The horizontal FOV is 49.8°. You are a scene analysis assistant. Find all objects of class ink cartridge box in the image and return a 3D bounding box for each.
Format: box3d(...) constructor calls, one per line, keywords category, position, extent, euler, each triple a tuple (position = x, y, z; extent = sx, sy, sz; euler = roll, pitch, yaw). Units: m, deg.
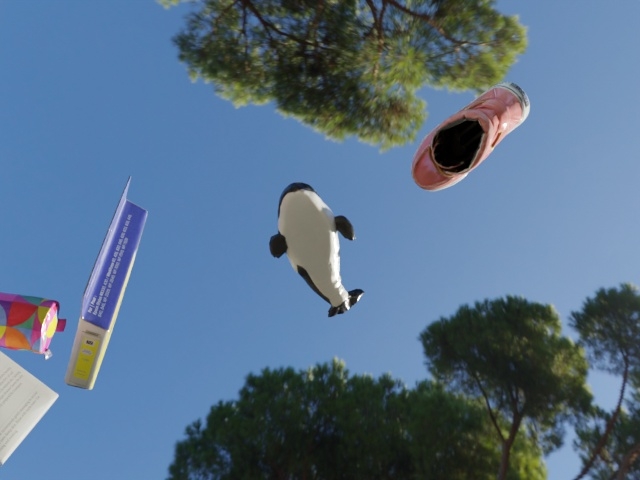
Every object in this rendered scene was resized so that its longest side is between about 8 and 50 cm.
box3d(category="ink cartridge box", position=(-0.409, 0.083, 1.340), extent=(0.072, 0.303, 0.307), euler=(20, -44, -15))

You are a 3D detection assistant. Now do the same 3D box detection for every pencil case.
box3d(category="pencil case", position=(-0.555, 0.128, 1.146), extent=(0.237, 0.104, 0.104), euler=(12, -74, -9))

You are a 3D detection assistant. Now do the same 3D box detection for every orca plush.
box3d(category="orca plush", position=(0.000, 0.000, 1.275), extent=(0.151, 0.102, 0.287), euler=(-31, -59, 14))

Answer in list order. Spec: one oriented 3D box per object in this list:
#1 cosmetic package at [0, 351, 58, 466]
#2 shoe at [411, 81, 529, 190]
box3d(category="cosmetic package", position=(-0.601, 0.205, 1.001), extent=(0.366, 0.197, 0.155), euler=(40, -73, -8))
box3d(category="shoe", position=(0.132, -0.093, 0.713), extent=(0.063, 0.081, 0.178), euler=(52, -36, 3))
